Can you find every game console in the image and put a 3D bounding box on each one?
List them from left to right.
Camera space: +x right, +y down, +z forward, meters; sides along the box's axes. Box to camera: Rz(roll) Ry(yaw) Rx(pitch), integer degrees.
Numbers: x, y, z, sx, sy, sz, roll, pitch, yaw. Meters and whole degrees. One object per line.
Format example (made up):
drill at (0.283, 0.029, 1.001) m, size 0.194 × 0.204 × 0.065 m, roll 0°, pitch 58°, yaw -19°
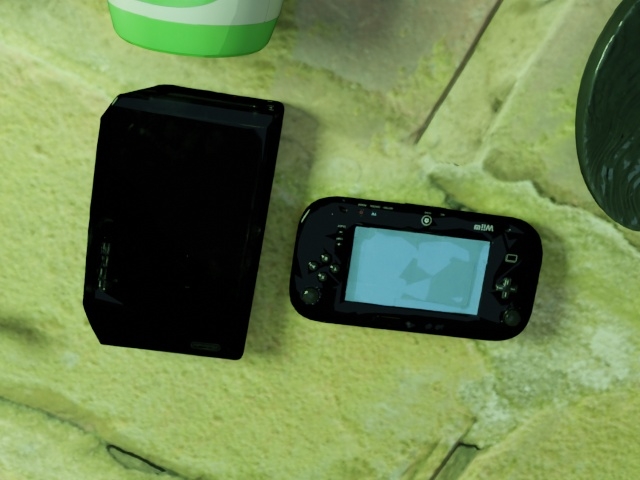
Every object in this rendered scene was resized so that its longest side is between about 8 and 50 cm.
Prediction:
game console at (0.000, 0.000, 0.941) m, size 0.362 × 0.044 × 0.213 m, roll 7°, pitch 113°, yaw -8°

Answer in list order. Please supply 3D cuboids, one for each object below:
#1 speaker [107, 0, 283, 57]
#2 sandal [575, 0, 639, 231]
speaker at (-0.073, -0.276, 0.770) m, size 0.131 × 0.131 × 0.296 m, roll 4°, pitch 113°, yaw -7°
sandal at (0.344, -0.187, 0.853) m, size 0.168 × 0.107 × 0.445 m, roll 31°, pitch 108°, yaw -16°
